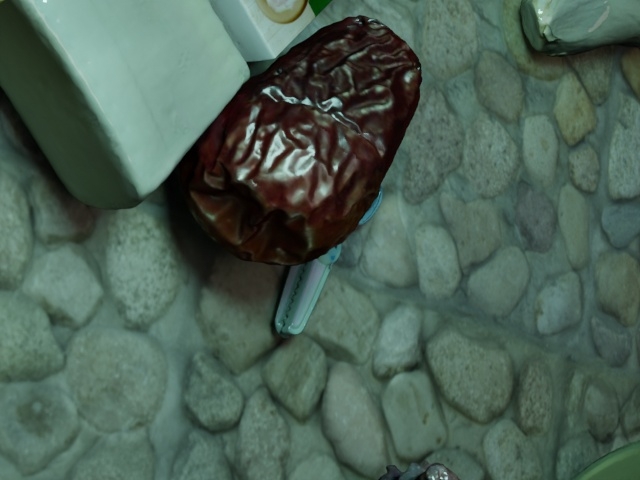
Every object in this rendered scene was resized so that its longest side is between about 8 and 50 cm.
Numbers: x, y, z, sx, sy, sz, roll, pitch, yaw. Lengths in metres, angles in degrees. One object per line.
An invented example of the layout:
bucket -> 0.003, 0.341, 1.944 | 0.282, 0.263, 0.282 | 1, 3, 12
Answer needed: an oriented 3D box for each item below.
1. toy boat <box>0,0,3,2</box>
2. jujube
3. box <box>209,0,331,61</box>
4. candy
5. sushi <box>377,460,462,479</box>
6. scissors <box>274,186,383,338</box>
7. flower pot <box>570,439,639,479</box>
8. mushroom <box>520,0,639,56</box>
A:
toy boat -> -0.362, -0.198, 1.442 | 0.068, 0.226, 0.088 | 53, 20, -28
jujube -> -0.012, -0.118, 1.784 | 0.216, 0.216, 0.342 | 59, 45, -25
box -> -0.054, -0.308, 1.829 | 0.199, 0.081, 0.135 | -49, 120, -32
candy -> -0.239, -0.229, 1.599 | 0.208, 0.145, 0.359 | -50, 122, -35
sushi -> 0.098, 0.372, 1.841 | 0.171, 0.236, 0.270 | 56, 47, -14
scissors -> 0.000, 0.000, 1.898 | 0.125, 0.030, 0.256 | 40, 59, -36
flower pot -> 0.450, 0.412, 2.153 | 0.307, 0.307, 0.244 | -41, 102, -37
mushroom -> 0.391, -0.305, 2.239 | 0.351, 0.109, 0.097 | -6, 75, -44
